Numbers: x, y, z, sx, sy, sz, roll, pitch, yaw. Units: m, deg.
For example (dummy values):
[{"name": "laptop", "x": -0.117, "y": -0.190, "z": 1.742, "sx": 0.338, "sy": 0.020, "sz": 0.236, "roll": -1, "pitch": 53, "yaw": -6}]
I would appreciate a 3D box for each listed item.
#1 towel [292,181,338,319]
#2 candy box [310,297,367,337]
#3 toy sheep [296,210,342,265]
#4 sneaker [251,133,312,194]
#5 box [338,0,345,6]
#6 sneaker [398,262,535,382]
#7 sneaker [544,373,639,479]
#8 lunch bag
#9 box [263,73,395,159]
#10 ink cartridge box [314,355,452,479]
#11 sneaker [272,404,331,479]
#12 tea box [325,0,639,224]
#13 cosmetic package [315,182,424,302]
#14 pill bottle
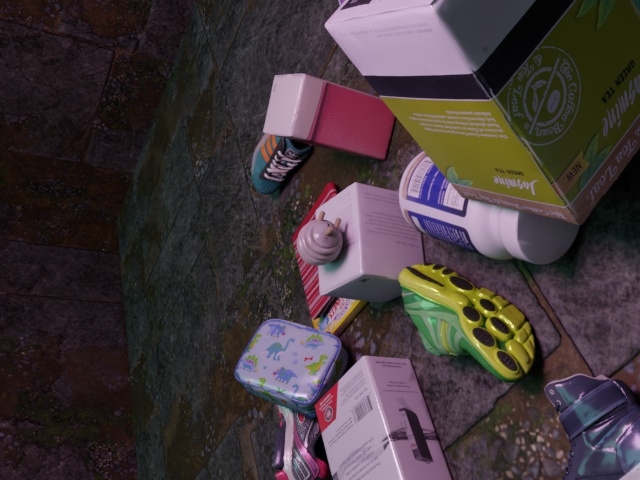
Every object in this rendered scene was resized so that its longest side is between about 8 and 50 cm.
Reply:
[{"name": "towel", "x": 0.010, "y": 0.019, "z": 1.493, "sx": 0.199, "sy": 0.031, "sz": 0.275, "roll": -56, "pitch": 33, "yaw": 34}, {"name": "candy box", "x": 0.041, "y": 0.141, "z": 1.438, "sx": 0.206, "sy": 0.027, "sz": 0.105, "roll": -55, "pitch": 40, "yaw": 38}, {"name": "toy sheep", "x": 0.000, "y": 0.000, "z": 1.182, "sx": 0.132, "sy": 0.091, "sz": 0.091, "roll": 118, "pitch": 150, "yaw": -64}, {"name": "sneaker", "x": -0.093, "y": -0.233, "z": 1.691, "sx": 0.302, "sy": 0.108, "sz": 0.121, "roll": -63, "pitch": 30, "yaw": 27}, {"name": "box", "x": 0.128, "y": -0.666, "z": 1.469, "sx": 0.293, "sy": 0.057, "sz": 0.201, "roll": -47, "pitch": 45, "yaw": 45}, {"name": "sneaker", "x": 0.233, "y": 0.139, "z": 1.053, "sx": 0.295, "sy": 0.109, "sz": 0.123, "roll": -137, "pitch": 38, "yaw": -54}, {"name": "sneaker", "x": 0.325, "y": 0.271, "z": 0.832, "sx": 0.226, "sy": 0.086, "sz": 0.163, "roll": -53, "pitch": 50, "yaw": 25}, {"name": "lunch bag", "x": -0.057, "y": 0.265, "z": 1.396, "sx": 0.219, "sy": 0.090, "sz": 0.176, "roll": 11, "pitch": 59, "yaw": 31}, {"name": "box", "x": 0.020, "y": -0.257, "z": 1.372, "sx": 0.148, "sy": 0.232, "sz": 0.127, "roll": 23, "pitch": 101, "yaw": 60}, {"name": "ink cartridge box", "x": 0.108, "y": 0.375, "z": 1.170, "sx": 0.197, "sy": 0.114, "sz": 0.273, "roll": -53, "pitch": 39, "yaw": 38}, {"name": "sneaker", "x": -0.027, "y": 0.388, "z": 1.428, "sx": 0.112, "sy": 0.121, "sz": 0.299, "roll": -16, "pitch": 52, "yaw": 20}, {"name": "tea box", "x": 0.248, "y": -0.255, "z": 0.771, "sx": 0.329, "sy": 0.323, "sz": 0.220, "roll": -51, "pitch": 30, "yaw": -8}, {"name": "cosmetic package", "x": 0.093, "y": 0.010, "z": 1.255, "sx": 0.151, "sy": 0.151, "sz": 0.184, "roll": -32, "pitch": 54, "yaw": 53}, {"name": "pill bottle", "x": 0.251, "y": -0.056, "z": 0.996, "sx": 0.264, "sy": 0.153, "sz": 0.153, "roll": 27, "pitch": 106, "yaw": 59}]
